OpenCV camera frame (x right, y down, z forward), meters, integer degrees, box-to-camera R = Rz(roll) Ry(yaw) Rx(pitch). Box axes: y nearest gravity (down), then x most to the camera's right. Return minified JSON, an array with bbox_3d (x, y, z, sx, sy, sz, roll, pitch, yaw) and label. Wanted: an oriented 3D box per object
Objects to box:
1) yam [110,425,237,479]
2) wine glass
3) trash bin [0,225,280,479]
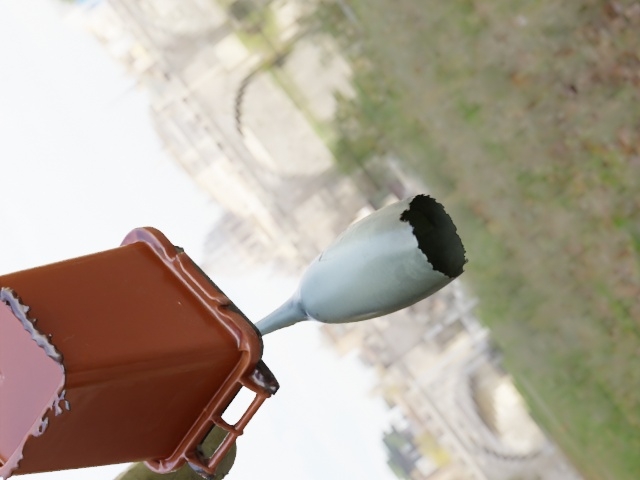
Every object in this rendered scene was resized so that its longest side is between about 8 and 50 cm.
[{"bbox_3d":[-0.208,0.288,1.625,0.083,0.083,0.371,53,-139,0],"label":"yam"},{"bbox_3d":[0.000,0.000,1.625,0.096,0.309,0.264,41,-145,-29],"label":"wine glass"},{"bbox_3d":[-0.169,0.103,1.274,0.184,0.161,0.238,44,-156,20],"label":"trash bin"}]
